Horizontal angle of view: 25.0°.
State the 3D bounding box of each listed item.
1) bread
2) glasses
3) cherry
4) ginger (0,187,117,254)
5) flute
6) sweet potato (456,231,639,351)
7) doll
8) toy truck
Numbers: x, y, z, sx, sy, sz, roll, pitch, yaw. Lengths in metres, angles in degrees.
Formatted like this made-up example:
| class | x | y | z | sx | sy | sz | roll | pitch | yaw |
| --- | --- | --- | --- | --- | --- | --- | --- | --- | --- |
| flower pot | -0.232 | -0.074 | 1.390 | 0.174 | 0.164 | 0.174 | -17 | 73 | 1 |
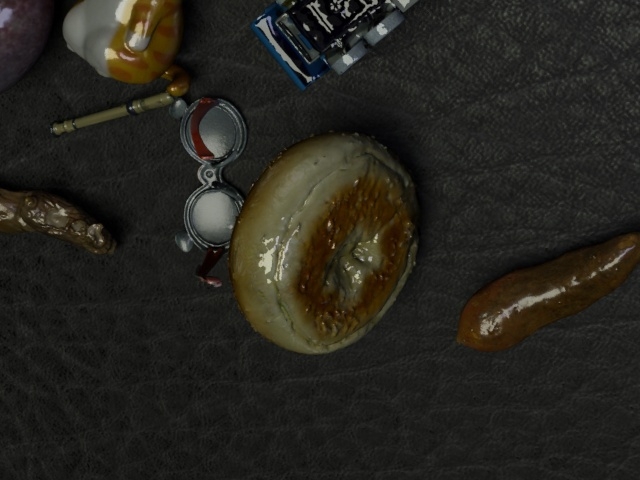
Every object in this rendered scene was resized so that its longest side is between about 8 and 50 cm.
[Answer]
| class | x | y | z | sx | sy | sz | roll | pitch | yaw |
| --- | --- | --- | --- | --- | --- | --- | --- | --- | --- |
| bread | 0.000 | 0.000 | 1.915 | 0.159 | 0.305 | 0.305 | 18 | 120 | 46 |
| glasses | -0.169 | -0.065 | 1.955 | 0.118 | 0.268 | 0.234 | 2 | 105 | 6 |
| cherry | -0.490 | -0.309 | 2.026 | 0.266 | 0.183 | 0.213 | -34 | 105 | 13 |
| ginger | -0.440 | -0.041 | 2.164 | 0.290 | 0.122 | 0.084 | 20 | 85 | 16 |
| flute | -0.298 | -0.183 | 2.071 | 0.233 | 0.027 | 0.027 | -12 | 106 | 33 |
| sweet potato | 0.309 | 0.063 | 1.918 | 0.292 | 0.097 | 0.097 | -30 | 98 | 20 |
| doll | -0.245 | -0.336 | 1.933 | 0.167 | 0.162 | 0.269 | 39 | 129 | 32 |
| toy truck | 0.074 | -0.339 | 1.797 | 0.367 | 0.175 | 0.146 | -35 | 97 | 29 |
